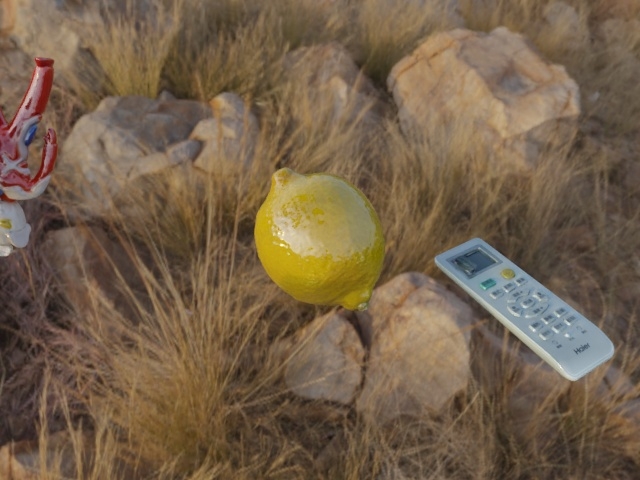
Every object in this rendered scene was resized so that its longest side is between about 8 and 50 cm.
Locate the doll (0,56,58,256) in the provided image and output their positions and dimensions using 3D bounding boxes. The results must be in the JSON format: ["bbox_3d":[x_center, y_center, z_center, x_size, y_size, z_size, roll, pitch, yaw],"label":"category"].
[{"bbox_3d":[-0.581,-0.156,1.207,0.188,0.384,0.099,7,17,1],"label":"doll"}]

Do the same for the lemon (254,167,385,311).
[{"bbox_3d":[0.000,0.000,0.969,0.244,0.187,0.187,55,42,-12],"label":"lemon"}]

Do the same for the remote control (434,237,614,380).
[{"bbox_3d":[0.306,0.101,1.012,0.103,0.051,0.293,-22,47,-25],"label":"remote control"}]
